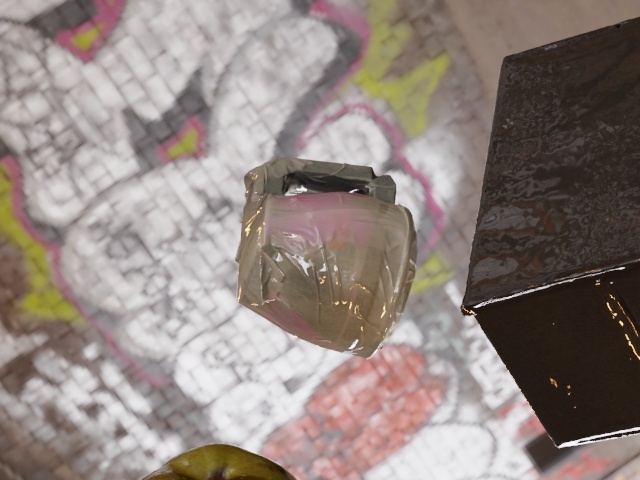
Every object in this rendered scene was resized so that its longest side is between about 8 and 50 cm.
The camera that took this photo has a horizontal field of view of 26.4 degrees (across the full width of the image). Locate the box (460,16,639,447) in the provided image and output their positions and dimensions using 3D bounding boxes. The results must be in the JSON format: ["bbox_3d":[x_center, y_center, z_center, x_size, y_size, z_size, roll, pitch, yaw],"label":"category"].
[{"bbox_3d":[0.292,-0.021,1.202,0.204,0.251,0.345,54,-145,-32],"label":"box"}]

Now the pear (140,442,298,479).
[{"bbox_3d":[-0.077,0.260,1.058,0.200,0.200,0.200,56,180,0],"label":"pear"}]

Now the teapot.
[{"bbox_3d":[0.003,-0.002,1.402,0.178,0.222,0.163,15,161,-10],"label":"teapot"}]
